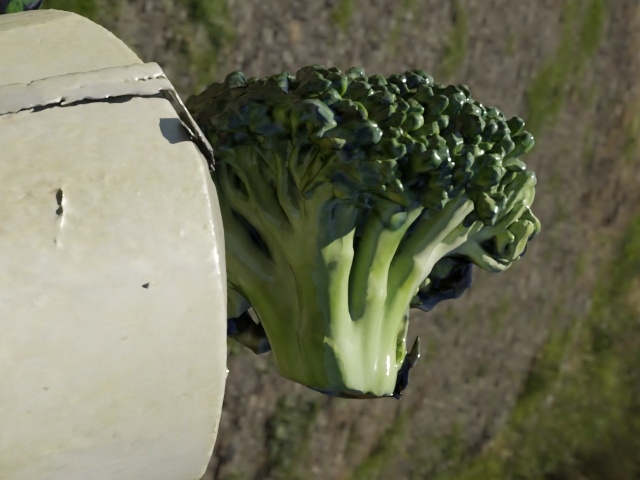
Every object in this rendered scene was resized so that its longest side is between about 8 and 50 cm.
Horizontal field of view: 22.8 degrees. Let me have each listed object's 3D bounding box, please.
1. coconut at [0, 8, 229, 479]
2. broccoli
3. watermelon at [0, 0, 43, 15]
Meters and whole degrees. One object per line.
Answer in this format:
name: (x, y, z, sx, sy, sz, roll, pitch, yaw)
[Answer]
coconut: (-0.186, 0.028, 0.890, 0.323, 0.323, 0.323, 14, 90, -73)
broccoli: (0.003, -0.024, 1.306, 0.334, 0.324, 0.272, 30, 85, -59)
watermelon: (-0.224, -0.192, 1.126, 0.087, 0.069, 0.163, 125, -20, -63)
